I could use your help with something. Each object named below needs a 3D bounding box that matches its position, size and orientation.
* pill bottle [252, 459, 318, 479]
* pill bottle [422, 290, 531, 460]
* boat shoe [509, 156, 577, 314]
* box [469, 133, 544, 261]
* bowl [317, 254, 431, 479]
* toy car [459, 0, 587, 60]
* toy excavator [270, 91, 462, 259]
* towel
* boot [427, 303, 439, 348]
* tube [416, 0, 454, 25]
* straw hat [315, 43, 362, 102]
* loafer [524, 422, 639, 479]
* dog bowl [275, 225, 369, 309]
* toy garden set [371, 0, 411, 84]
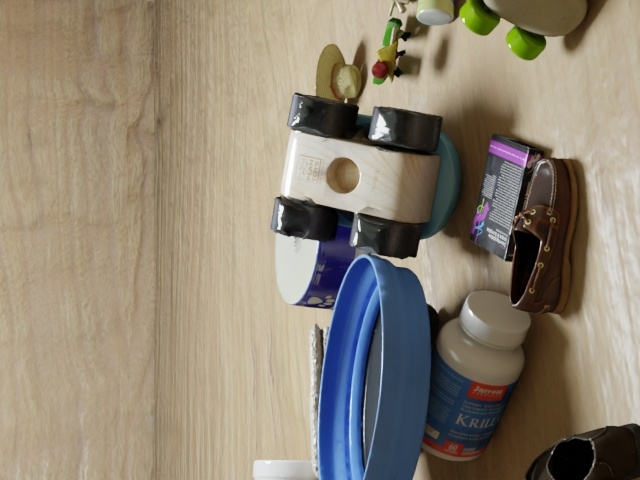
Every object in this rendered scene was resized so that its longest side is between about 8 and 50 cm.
[{"bbox_3d":[-0.066,0.559,2.081,0.162,0.162,0.278,150,123,-66],"label":"pill bottle"},{"bbox_3d":[0.205,0.183,1.500,0.124,0.124,0.221,-113,33,-52],"label":"pill bottle"},{"bbox_3d":[0.284,-0.009,1.416,0.073,0.073,0.207,163,112,-69],"label":"boat shoe"},{"bbox_3d":[0.262,-0.061,1.551,0.116,0.029,0.162,-138,57,-66],"label":"box"},{"bbox_3d":[0.074,0.216,1.599,0.391,0.077,0.391,-173,90,-80],"label":"bowl"},{"bbox_3d":[0.277,-0.365,1.455,0.155,0.149,0.188,-47,28,40],"label":"toy car"},{"bbox_3d":[0.065,-0.123,1.863,0.433,0.445,0.222,13,99,27],"label":"toy excavator"},{"bbox_3d":[0.006,0.302,2.013,0.187,0.049,0.282,70,-161,-73],"label":"towel"},{"bbox_3d":[0.113,0.156,1.830,0.161,0.083,0.246,-100,26,-49],"label":"boot"},{"bbox_3d":[0.193,-0.475,1.809,0.070,0.062,0.240,-5,73,37],"label":"tube"},{"bbox_3d":[0.047,-0.311,2.142,0.061,0.144,0.144,5,90,27],"label":"straw hat"},{"bbox_3d":[0.296,0.263,1.299,0.220,0.078,0.080,127,143,-54],"label":"loafer"},{"bbox_3d":[0.000,0.000,2.132,0.265,0.104,0.264,-174,90,-69],"label":"dog bowl"},{"bbox_3d":[0.141,-0.380,1.864,0.204,0.049,0.244,-61,-14,-73],"label":"toy garden set"}]
